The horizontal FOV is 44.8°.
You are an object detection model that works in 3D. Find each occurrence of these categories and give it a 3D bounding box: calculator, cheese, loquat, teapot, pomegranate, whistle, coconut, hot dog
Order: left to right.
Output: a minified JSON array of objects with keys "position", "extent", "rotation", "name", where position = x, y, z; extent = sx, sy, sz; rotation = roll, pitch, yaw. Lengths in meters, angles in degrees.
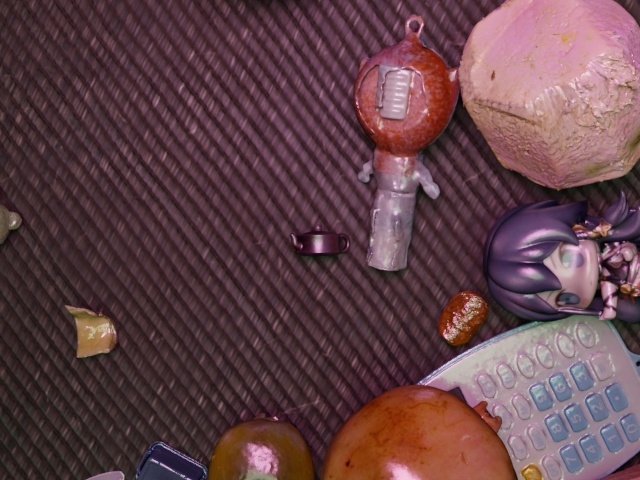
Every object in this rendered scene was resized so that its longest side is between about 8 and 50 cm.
[{"position":[-0.338,0.125,1.144],"extent":[0.060,0.041,0.084],"rotation":[-11,108,11],"name":"cheese"},{"position":[-0.083,0.343,1.095],"extent":[0.152,0.152,0.195],"rotation":[0,85,3],"name":"loquat"},{"position":[0.000,0.000,1.107],"extent":[0.100,0.068,0.045],"rotation":[-1,92,-32],"name":"teapot"},{"position":[0.108,-0.131,1.065],"extent":[0.142,0.134,0.346],"rotation":[8,102,7],"name":"whistle"},{"position":[0.137,0.300,0.983],"extent":[0.270,0.229,0.252],"rotation":[-28,56,-28],"name":"pomegranate"},{"position":[0.205,0.112,1.116],"extent":[0.058,0.035,0.083],"rotation":[35,94,0],"name":"hot dog"},{"position":[0.291,0.256,1.113],"extent":[0.386,0.054,0.256],"rotation":[-26,92,3],"name":"calculator"},{"position":[0.317,-0.183,0.999],"extent":[0.233,0.245,0.233],"rotation":[-17,59,29],"name":"coconut"}]

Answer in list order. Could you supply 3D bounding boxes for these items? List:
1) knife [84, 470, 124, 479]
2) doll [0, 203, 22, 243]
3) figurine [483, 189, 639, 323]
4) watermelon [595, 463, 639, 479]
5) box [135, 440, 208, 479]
[{"position":[-0.396,0.427,1.176],"extent":[0.058,0.032,0.244],"rotation":[43,90,8],"name":"knife"},{"position":[-0.519,-0.046,1.132],"extent":[0.150,0.077,0.115],"rotation":[42,84,11],"name":"doll"},{"position":[0.349,0.028,1.024],"extent":[0.265,0.197,0.175],"rotation":[9,89,-6],"name":"figurine"},{"position":[0.470,0.406,1.001],"extent":[0.292,0.250,0.283],"rotation":[6,85,-14],"name":"watermelon"},{"position":[-0.225,0.353,1.145],"extent":[0.099,0.054,0.074],"rotation":[28,96,0],"name":"box"}]
